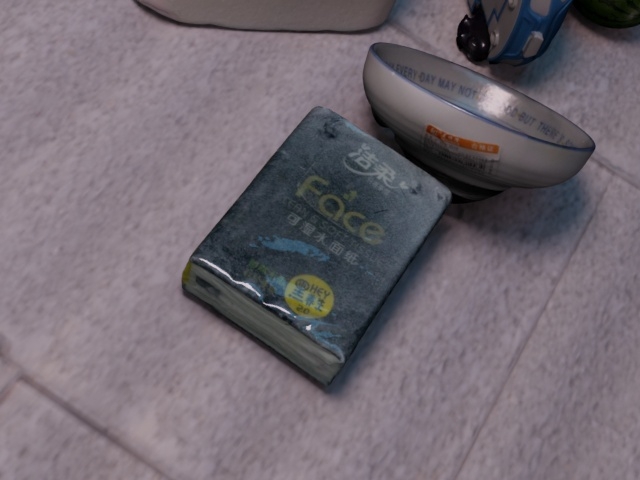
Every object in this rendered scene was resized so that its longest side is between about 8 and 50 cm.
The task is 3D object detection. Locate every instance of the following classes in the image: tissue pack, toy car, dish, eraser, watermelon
[{"bbox_3d":[0.000,0.000,1.255,0.185,0.081,0.257,34,54,3],"label":"tissue pack"},{"bbox_3d":[0.256,-0.358,1.507,0.166,0.198,0.314,-1,57,-13],"label":"toy car"},{"bbox_3d":[0.155,-0.108,1.358,0.273,0.133,0.273,22,19,-8],"label":"dish"},{"bbox_3d":[-0.069,-0.410,1.459,0.331,0.150,0.331,9,59,-15],"label":"eraser"},{"bbox_3d":[0.382,-0.368,1.607,0.141,0.140,0.187,-13,58,-27],"label":"watermelon"}]
